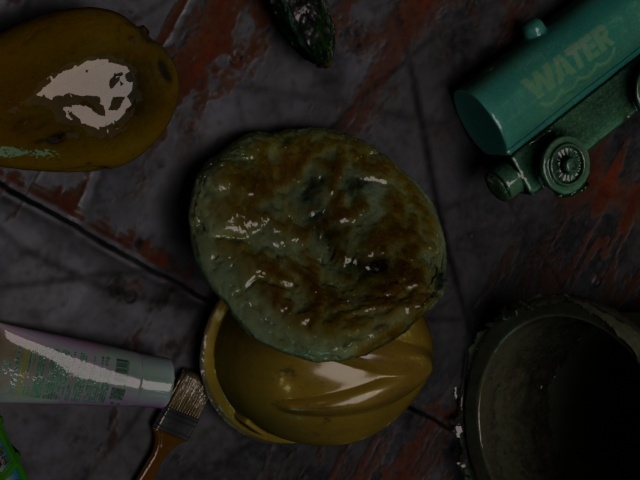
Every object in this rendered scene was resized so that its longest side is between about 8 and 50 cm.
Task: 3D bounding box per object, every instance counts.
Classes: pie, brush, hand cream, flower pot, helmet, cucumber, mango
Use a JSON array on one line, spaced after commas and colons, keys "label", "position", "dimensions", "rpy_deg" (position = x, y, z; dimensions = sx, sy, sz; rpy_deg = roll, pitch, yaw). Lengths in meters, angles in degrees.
[{"label": "pie", "position": [0.000, 0.000, 1.368], "dimensions": [0.240, 0.054, 0.240], "rpy_deg": [8, 60, -14]}, {"label": "brush", "position": [-0.151, 0.198, 1.435], "dimensions": [0.043, 0.014, 0.170], "rpy_deg": [29, 91, -37]}, {"label": "hand cream", "position": [-0.215, 0.113, 1.352], "dimensions": [0.174, 0.047, 0.076], "rpy_deg": [9, 102, -24]}, {"label": "flower pot", "position": [0.317, 0.177, 1.596], "dimensions": [0.259, 0.290, 0.290], "rpy_deg": [-10, 111, -43]}, {"label": "helmet", "position": [0.028, 0.108, 1.436], "dimensions": [0.257, 0.140, 0.205], "rpy_deg": [-3, 104, -32]}, {"label": "cucumber", "position": [-0.044, -0.271, 1.319], "dimensions": [0.067, 0.067, 0.294], "rpy_deg": [-30, 121, -21]}, {"label": "mango", "position": [-0.208, -0.113, 1.248], "dimensions": [0.195, 0.098, 0.137], "rpy_deg": [-21, 120, -20]}]

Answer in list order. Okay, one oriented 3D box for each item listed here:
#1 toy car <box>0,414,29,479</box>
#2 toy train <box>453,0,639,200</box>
[{"label": "toy car", "position": [-0.290, 0.178, 1.305], "dimensions": [0.062, 0.071, 0.165], "rpy_deg": [-31, 118, -22]}, {"label": "toy train", "position": [0.242, -0.149, 1.525], "dimensions": [0.248, 0.101, 0.159], "rpy_deg": [-39, 109, -17]}]
